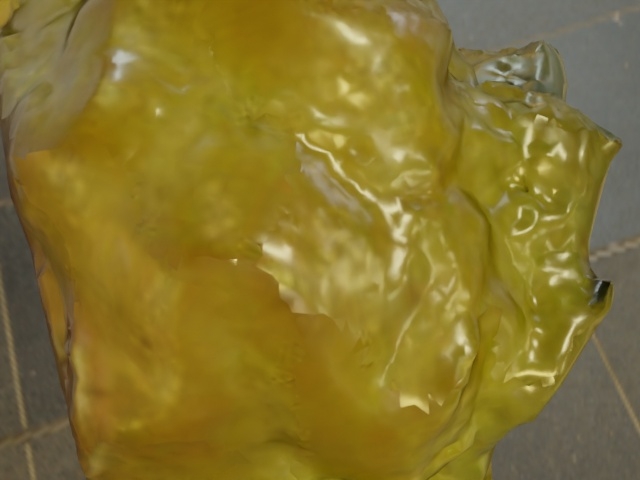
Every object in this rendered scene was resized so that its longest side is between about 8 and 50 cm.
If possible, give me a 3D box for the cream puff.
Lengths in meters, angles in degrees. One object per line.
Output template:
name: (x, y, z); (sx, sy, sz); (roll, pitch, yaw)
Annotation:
cream puff: (0.000, 0.002, 0.468); (0.185, 0.282, 0.282); (-18, 51, -10)
